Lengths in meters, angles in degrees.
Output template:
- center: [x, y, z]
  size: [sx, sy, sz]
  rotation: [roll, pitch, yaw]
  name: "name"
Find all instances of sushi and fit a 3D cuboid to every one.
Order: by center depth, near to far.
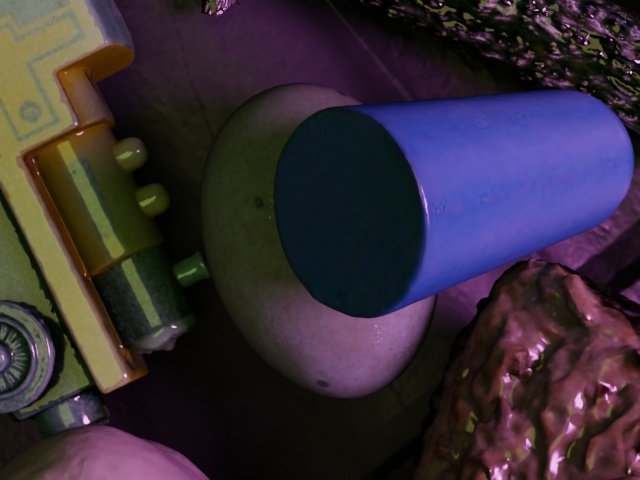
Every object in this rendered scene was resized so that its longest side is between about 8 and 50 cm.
- center: [0.152, 0.196, 1.006]
  size: [0.211, 0.171, 0.350]
  rotation: [13, 80, 31]
  name: "sushi"

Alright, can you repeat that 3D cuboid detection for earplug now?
- center: [0.110, -0.041, 1.006]
  size: [0.132, 0.273, 0.132]
  rotation: [14, 110, 43]
  name: "earplug"

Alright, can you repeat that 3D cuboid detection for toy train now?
- center: [-0.215, -0.032, 1.144]
  size: [0.237, 0.150, 0.369]
  rotation: [-26, 88, 1]
  name: "toy train"

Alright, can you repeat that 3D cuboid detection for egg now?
- center: [0.000, 0.000, 1.095]
  size: [0.169, 0.169, 0.236]
  rotation: [-14, 88, 8]
  name: "egg"

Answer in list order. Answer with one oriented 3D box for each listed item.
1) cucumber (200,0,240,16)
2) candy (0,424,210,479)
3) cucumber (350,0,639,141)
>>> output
- center: [-0.074, -0.241, 1.174]
  size: [0.033, 0.034, 0.135]
  rotation: [5, 90, 13]
  name: "cucumber"
- center: [-0.152, 0.277, 1.072]
  size: [0.295, 0.185, 0.295]
  rotation: [17, 126, 26]
  name: "candy"
- center: [0.184, -0.148, 1.107]
  size: [0.359, 0.096, 0.096]
  rotation: [28, 94, 7]
  name: "cucumber"
